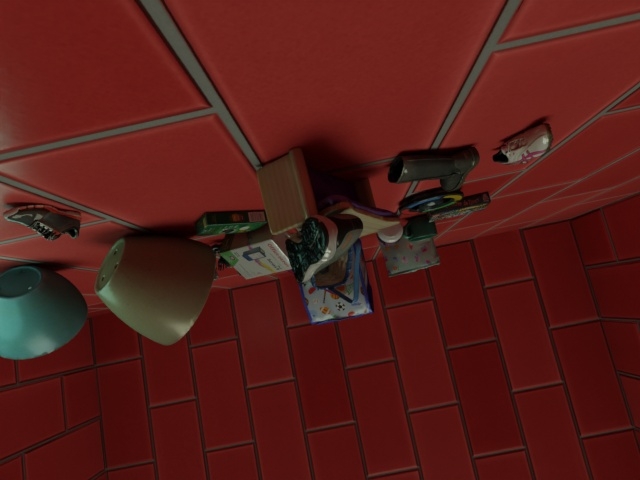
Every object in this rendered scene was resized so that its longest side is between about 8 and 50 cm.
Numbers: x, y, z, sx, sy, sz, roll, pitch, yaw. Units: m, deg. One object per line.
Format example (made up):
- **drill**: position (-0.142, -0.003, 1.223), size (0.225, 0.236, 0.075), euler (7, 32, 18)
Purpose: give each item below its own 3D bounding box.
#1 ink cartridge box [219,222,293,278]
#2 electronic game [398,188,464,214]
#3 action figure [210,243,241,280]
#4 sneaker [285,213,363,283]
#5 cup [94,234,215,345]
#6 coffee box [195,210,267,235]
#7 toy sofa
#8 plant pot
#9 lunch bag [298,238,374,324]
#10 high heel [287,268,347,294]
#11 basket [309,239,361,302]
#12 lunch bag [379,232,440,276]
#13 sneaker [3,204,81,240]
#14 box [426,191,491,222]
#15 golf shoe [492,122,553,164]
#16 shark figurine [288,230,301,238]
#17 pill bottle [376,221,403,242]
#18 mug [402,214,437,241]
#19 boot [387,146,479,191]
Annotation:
- **ink cartridge box**: position (-0.194, 0.033, 1.352), size (0.212, 0.093, 0.154), euler (-15, 134, 25)
- **electronic game**: position (0.393, -0.134, 1.478), size (0.229, 0.048, 0.229), euler (-12, 171, -2)
- **action figure**: position (-0.359, 0.079, 1.570), size (0.164, 0.141, 0.275), euler (-4, 172, -30)
- **sneaker**: position (0.001, 0.018, 0.851), size (0.108, 0.100, 0.271), euler (-15, 170, -25)
- **cup**: position (-0.503, 0.115, 1.216), size (0.331, 0.331, 0.237), euler (-19, 143, 40)
- **coffee box**: position (-0.260, -0.051, 1.207), size (0.184, 0.041, 0.113), euler (-6, 169, -32)
- **toy sofa**: position (0.037, -0.097, 0.959), size (0.177, 0.150, 0.362), euler (-20, 167, 27)
- **plant pot**: position (-0.915, 0.193, 1.299), size (0.290, 0.290, 0.195), euler (-8, 136, -19)
- **lunch bag**: position (0.070, 0.195, 2.015), size (0.327, 0.386, 0.239), euler (-15, 170, 15)
- **high heel**: position (-0.054, 0.139, 1.868), size (0.181, 0.377, 0.127), euler (-30, -157, 47)
- **basket**: position (0.052, 0.091, 1.640), size (0.201, 0.255, 0.289), euler (-9, -163, -40)
- **lunch bag**: position (0.451, 0.045, 2.078), size (0.262, 0.224, 0.160), euler (-19, 174, 32)
- **sneaker**: position (-0.569, -0.033, 0.865), size (0.061, 0.065, 0.158), euler (-15, 170, 23)
- **box**: position (0.556, -0.133, 1.688), size (0.233, 0.044, 0.159), euler (-13, 171, 10)
- **golf shoe**: position (0.487, -0.223, 1.001), size (0.085, 0.068, 0.186), euler (-10, 171, -2)
- **shark figurine**: position (-0.129, 0.027, 1.496), size (0.278, 0.116, 0.166), euler (-10, -172, 19)
- **pill bottle**: position (0.288, -0.039, 1.727), size (0.108, 0.108, 0.193), euler (-12, 171, 6)
- **mug**: position (0.439, -0.057, 1.834), size (0.129, 0.098, 0.157), euler (-16, 169, 30)
- **boot**: position (0.272, -0.167, 1.053), size (0.208, 0.076, 0.190), euler (-16, 158, -12)
